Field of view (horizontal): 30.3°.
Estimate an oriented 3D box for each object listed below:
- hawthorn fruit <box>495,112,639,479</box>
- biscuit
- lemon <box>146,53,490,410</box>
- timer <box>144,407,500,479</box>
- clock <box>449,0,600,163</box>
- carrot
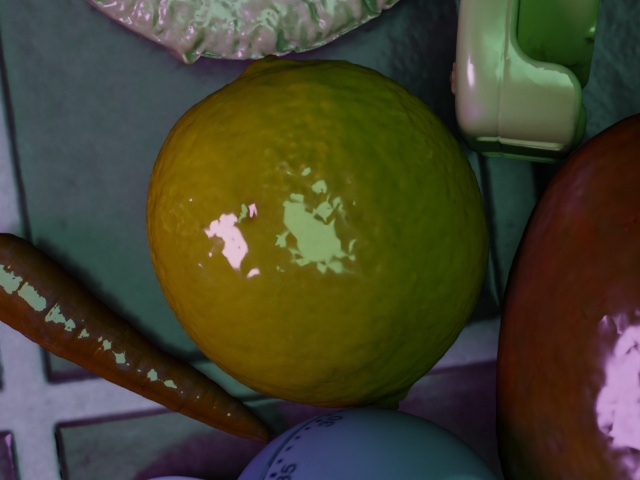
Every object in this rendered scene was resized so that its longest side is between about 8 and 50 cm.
[{"bbox_3d":[0.217,0.048,0.604,0.268,0.268,0.301,-7,86,-2],"label":"hawthorn fruit"},{"bbox_3d":[-0.001,-0.217,0.662,0.179,0.084,0.281,32,91,-4],"label":"biscuit"},{"bbox_3d":[0.000,0.000,0.630,0.178,0.178,0.203,-21,95,-1],"label":"lemon"},{"bbox_3d":[0.007,0.168,0.633,0.175,0.255,0.175,2,83,-19],"label":"timer"},{"bbox_3d":[0.117,-0.161,0.627,0.069,0.170,0.232,7,91,11],"label":"clock"},{"bbox_3d":[-0.119,0.064,0.698,0.216,0.048,0.048,35,91,-9],"label":"carrot"}]
